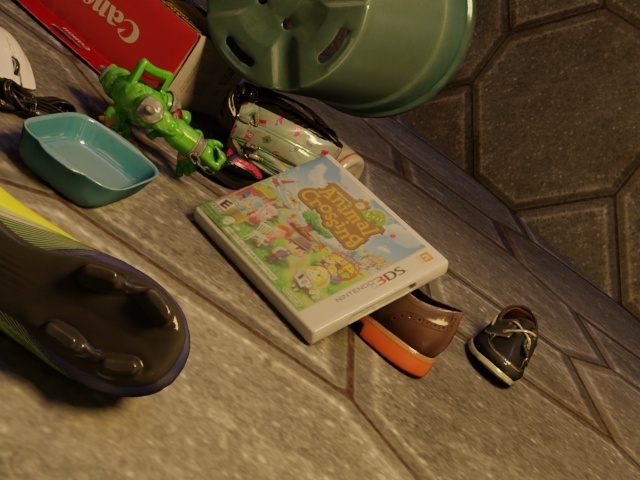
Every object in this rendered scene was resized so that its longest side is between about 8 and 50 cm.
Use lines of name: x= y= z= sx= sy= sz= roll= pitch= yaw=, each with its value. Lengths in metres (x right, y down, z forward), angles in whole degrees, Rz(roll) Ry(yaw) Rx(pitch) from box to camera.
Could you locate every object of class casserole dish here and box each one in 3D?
casserole dish: x=-0.230 y=-0.078 z=0.985 sx=0.114 sy=0.037 sz=0.188 roll=37 pitch=14 yaw=1

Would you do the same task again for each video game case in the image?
video game case: x=0.000 y=0.000 z=1.091 sx=0.193 sy=0.023 sz=0.212 roll=-25 pitch=54 yaw=-32

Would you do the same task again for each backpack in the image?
backpack: x=-0.061 y=-0.146 z=1.445 sx=0.182 sy=0.115 sz=0.152 roll=29 pitch=12 yaw=-3

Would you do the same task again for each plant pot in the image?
plant pot: x=0.017 y=-0.347 z=1.478 sx=0.341 sy=0.341 sz=0.334 roll=41 pitch=22 yaw=15

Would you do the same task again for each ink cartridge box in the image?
ink cartridge box: x=-0.287 y=-0.335 z=1.493 sx=0.309 sy=0.130 sz=0.272 roll=41 pitch=15 yaw=13

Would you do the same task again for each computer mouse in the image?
computer mouse: x=-0.339 y=-0.191 z=1.076 sx=0.193 sy=0.042 sz=0.106 roll=46 pitch=17 yaw=32

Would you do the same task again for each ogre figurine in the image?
ogre figurine: x=-0.198 y=-0.152 z=1.190 sx=0.118 sy=0.097 sz=0.197 roll=39 pitch=19 yaw=-45

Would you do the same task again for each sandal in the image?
sandal: x=-0.104 y=-0.097 z=1.344 sx=0.067 sy=0.040 sz=0.179 roll=44 pitch=16 yaw=28

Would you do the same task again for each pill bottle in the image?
pill bottle: x=-0.011 y=-0.147 z=1.642 sx=0.160 sy=0.087 sz=0.087 roll=43 pitch=15 yaw=20

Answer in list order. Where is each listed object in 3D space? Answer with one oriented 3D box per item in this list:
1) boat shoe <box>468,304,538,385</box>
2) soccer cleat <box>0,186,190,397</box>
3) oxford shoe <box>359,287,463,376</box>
boat shoe: x=0.262 y=0.140 z=1.399 sx=0.084 sy=0.079 sz=0.233 roll=40 pitch=16 yaw=7
soccer cleat: x=-0.217 y=0.014 z=0.670 sx=0.289 sy=0.093 sz=0.121 roll=33 pitch=-17 yaw=2
oxford shoe: x=0.042 y=0.034 z=1.153 sx=0.271 sy=0.098 sz=0.097 roll=39 pitch=14 yaw=8
